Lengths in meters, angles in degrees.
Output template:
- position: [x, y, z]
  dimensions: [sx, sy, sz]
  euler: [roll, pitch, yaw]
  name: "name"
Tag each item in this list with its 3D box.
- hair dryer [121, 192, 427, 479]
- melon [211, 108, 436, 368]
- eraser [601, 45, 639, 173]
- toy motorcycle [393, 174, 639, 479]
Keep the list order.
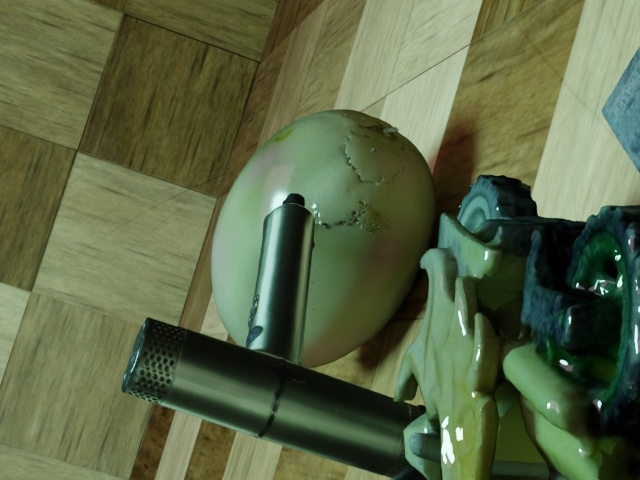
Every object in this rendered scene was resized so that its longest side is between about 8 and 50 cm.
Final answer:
- position: [0.032, 0.074, 1.152]
  dimensions: [0.155, 0.320, 0.284]
  euler: [-55, 10, 53]
  name: "hair dryer"
- position: [0.000, 0.000, 1.530]
  dimensions: [0.223, 0.223, 0.317]
  euler: [-87, 22, -51]
  name: "melon"
- position: [0.241, -0.048, 0.838]
  dimensions: [0.212, 0.046, 0.092]
  euler: [-109, 37, -48]
  name: "eraser"
- position: [0.137, 0.081, 0.889]
  dimensions: [0.410, 0.169, 0.237]
  euler: [-148, 60, -82]
  name: "toy motorcycle"
